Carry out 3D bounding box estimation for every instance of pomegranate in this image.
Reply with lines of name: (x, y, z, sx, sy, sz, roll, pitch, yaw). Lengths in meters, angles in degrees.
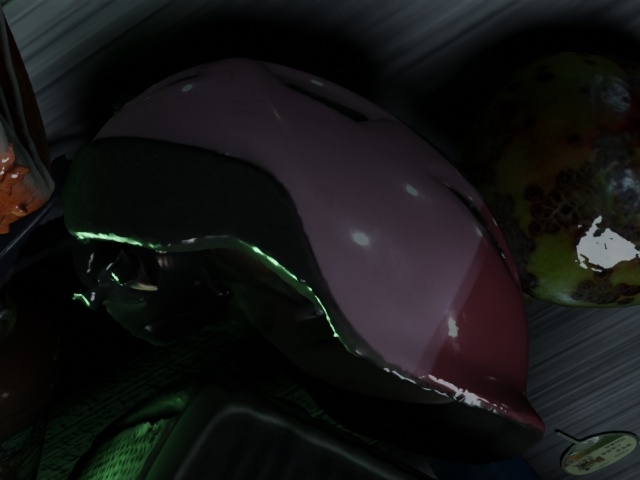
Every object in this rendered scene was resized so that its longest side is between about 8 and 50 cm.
pomegranate: (0.128, -0.028, 0.933, 0.148, 0.148, 0.169, 21, 157, -39)

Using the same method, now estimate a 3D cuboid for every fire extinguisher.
fire extinguisher: (-0.191, 0.083, 1.005, 0.138, 0.102, 0.344, -32, 156, -35)

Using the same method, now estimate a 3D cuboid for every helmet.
helmet: (0.000, 0.000, 0.864, 0.253, 0.154, 0.198, 15, 164, 1)

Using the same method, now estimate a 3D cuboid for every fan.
fan: (0.196, 0.159, 1.311, 0.080, 0.003, 0.060, 4, 140, -25)

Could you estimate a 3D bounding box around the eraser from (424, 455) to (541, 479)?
eraser: (0.146, 0.204, 1.232, 0.043, 0.144, 0.312, -33, 142, 6)

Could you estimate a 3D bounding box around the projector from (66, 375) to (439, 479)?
projector: (0.022, 0.262, 0.984, 0.395, 0.242, 0.405, 30, 162, -7)

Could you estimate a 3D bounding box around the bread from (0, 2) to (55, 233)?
bread: (-0.168, -0.071, 0.738, 0.073, 0.160, 0.160, -20, 145, -1)
